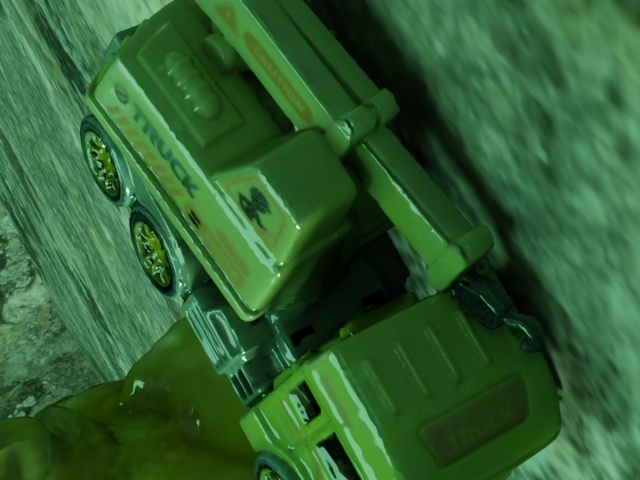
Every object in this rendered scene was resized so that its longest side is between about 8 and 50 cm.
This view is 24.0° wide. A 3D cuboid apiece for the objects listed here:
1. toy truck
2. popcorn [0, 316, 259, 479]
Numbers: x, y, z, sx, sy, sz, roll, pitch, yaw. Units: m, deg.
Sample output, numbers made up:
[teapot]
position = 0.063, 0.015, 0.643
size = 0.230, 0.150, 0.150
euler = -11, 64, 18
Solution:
[toy truck]
position = 0.000, 0.000, 0.414
size = 0.169, 0.077, 0.100
euler = 61, 155, 10
[popcorn]
position = -0.085, 0.214, 0.781
size = 0.279, 0.274, 0.335
euler = 55, 166, 10
